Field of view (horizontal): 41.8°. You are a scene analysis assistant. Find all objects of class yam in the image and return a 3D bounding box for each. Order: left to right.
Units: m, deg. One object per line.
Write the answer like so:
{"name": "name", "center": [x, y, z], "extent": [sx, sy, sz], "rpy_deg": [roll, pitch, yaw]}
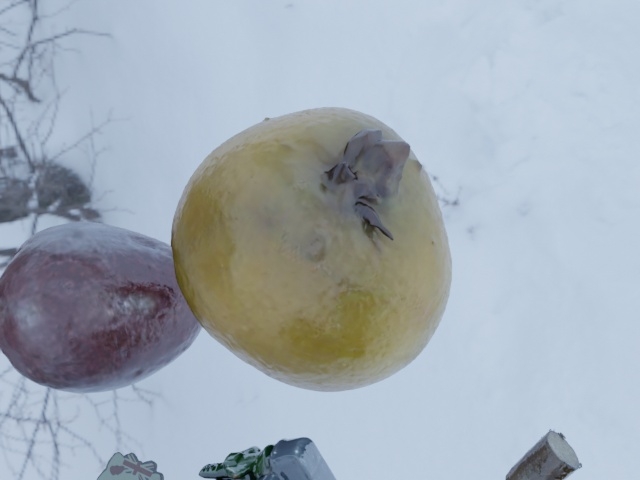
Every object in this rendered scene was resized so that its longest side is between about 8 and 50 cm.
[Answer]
{"name": "yam", "center": [0.380, 0.397, 1.446], "extent": [0.127, 0.084, 0.084], "rpy_deg": [-50, 62, 22]}

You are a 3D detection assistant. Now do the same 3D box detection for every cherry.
{"name": "cherry", "center": [-0.268, 0.078, 1.028], "extent": [0.230, 0.300, 0.203], "rpy_deg": [-128, 33, -80]}

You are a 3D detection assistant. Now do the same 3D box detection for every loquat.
{"name": "loquat", "center": [0.000, 0.000, 0.798], "extent": [0.275, 0.275, 0.274], "rpy_deg": [14, 110, 45]}

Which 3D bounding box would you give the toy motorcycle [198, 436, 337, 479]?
{"name": "toy motorcycle", "center": [0.016, 0.275, 0.664], "extent": [0.187, 0.125, 0.274], "rpy_deg": [-31, 92, 12]}

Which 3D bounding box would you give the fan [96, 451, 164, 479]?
{"name": "fan", "center": [-0.155, 0.205, 0.641], "extent": [0.056, 0.004, 0.083], "rpy_deg": [15, 71, 22]}
